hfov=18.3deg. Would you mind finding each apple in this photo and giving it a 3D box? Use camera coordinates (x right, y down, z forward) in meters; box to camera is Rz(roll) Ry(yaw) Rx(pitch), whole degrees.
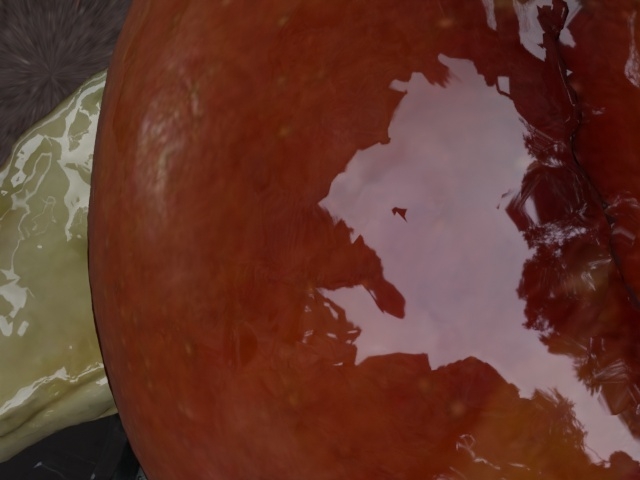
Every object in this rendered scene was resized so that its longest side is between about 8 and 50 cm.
[{"bbox_3d":[0.051,0.007,0.543,0.206,0.251,0.272,-16,89,33],"label":"apple"}]

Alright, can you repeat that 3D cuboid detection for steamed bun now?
[{"bbox_3d":[0.000,0.000,1.031,0.428,0.189,0.247,-43,57,4],"label":"steamed bun"}]

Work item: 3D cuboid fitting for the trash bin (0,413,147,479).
[{"bbox_3d":[-0.173,0.262,1.785,0.301,0.252,0.203,45,49,-42],"label":"trash bin"}]
